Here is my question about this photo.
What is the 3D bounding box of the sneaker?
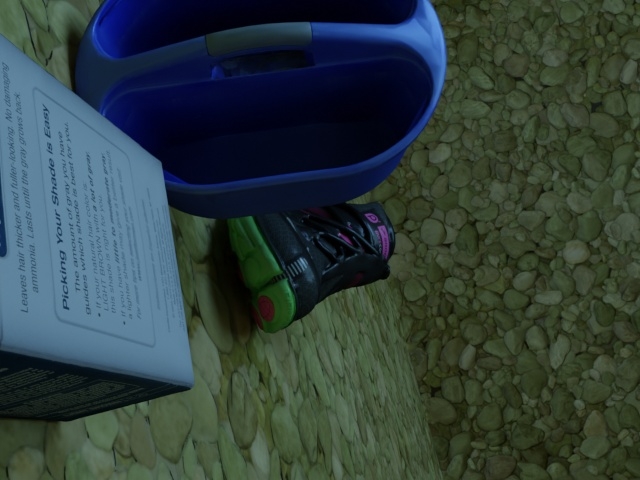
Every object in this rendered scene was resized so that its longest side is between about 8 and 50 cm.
[{"bbox_3d":[0.000,0.000,1.051,0.483,0.202,0.185,-43,116,-78],"label":"sneaker"}]

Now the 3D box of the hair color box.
[{"bbox_3d":[-0.190,-0.013,0.362,0.347,0.105,0.174,47,28,-68],"label":"hair color box"}]

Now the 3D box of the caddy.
[{"bbox_3d":[-0.054,-0.155,0.708,0.179,0.341,0.241,92,-11,-75],"label":"caddy"}]
